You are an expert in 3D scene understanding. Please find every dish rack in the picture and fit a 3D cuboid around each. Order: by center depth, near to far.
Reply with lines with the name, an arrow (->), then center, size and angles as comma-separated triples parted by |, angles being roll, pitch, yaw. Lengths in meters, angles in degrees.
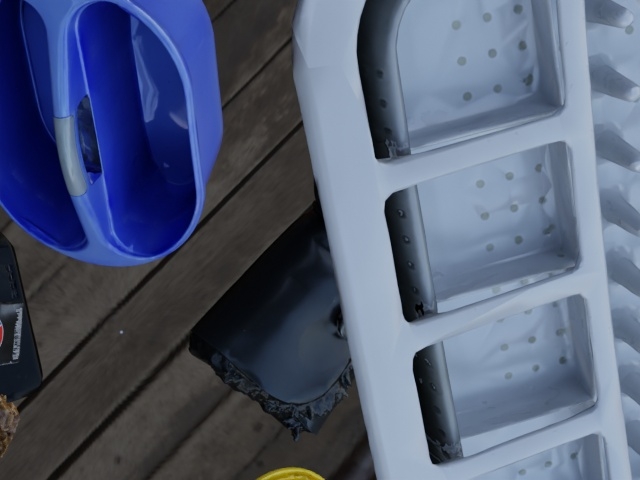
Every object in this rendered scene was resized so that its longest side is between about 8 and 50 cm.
dish rack -> 0.160, -0.019, 0.430 | 0.333, 0.072, 0.285 | -16, 113, -8

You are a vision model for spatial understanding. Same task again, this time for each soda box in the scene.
soda box -> -0.301, 0.076, 0.952 | 0.060, 0.169, 0.053 | 2, 88, 11

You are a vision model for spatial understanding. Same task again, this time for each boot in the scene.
boot -> 0.000, 0.000, 0.734 | 0.207, 0.246, 0.094 | -46, 51, -11

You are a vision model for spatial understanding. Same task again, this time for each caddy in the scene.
caddy -> -0.233, -0.130, 1.227 | 0.241, 0.179, 0.341 | 4, 127, 10

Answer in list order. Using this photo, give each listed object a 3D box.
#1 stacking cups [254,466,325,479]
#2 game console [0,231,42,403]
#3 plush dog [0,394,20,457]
stacking cups -> 0.073, 0.190, 0.518 | 0.096, 0.316, 0.096 | -9, 105, -38
game console -> -0.493, 0.125, 1.304 | 0.361, 0.044, 0.213 | -19, 109, -29
plush dog -> -0.422, 0.203, 1.100 | 0.225, 0.262, 0.210 | 20, 121, -27
